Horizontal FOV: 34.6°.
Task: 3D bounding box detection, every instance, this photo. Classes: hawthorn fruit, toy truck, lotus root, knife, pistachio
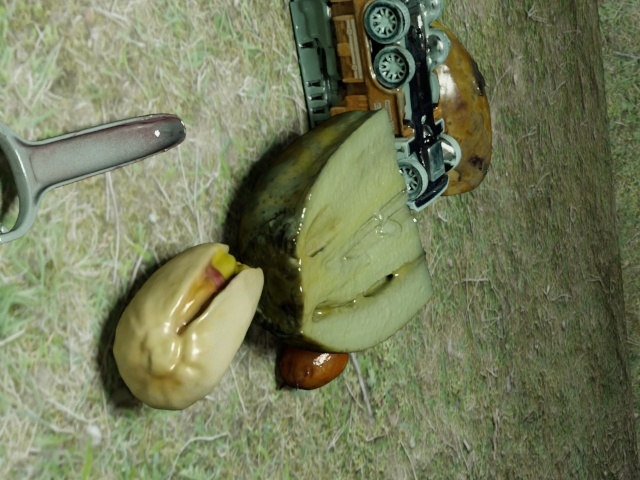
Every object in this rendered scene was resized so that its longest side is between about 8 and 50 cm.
[{"bbox_3d":[-0.014,0.154,1.289,0.093,0.081,0.081,-50,133,-31],"label":"hawthorn fruit"},{"bbox_3d":[0.068,-0.177,1.340,0.133,0.184,0.338,-36,123,-52],"label":"toy truck"},{"bbox_3d":[-0.003,0.017,1.225,0.260,0.149,0.267,-42,123,-43],"label":"lotus root"},{"bbox_3d":[0.148,-0.194,1.467,0.193,0.193,0.291,-51,132,-49],"label":"lotus root"},{"bbox_3d":[-0.223,-0.087,0.938,0.278,0.053,0.123,-29,110,-59],"label":"knife"},{"bbox_3d":[-0.135,0.084,1.040,0.145,0.117,0.200,-64,180,39],"label":"pistachio"}]
